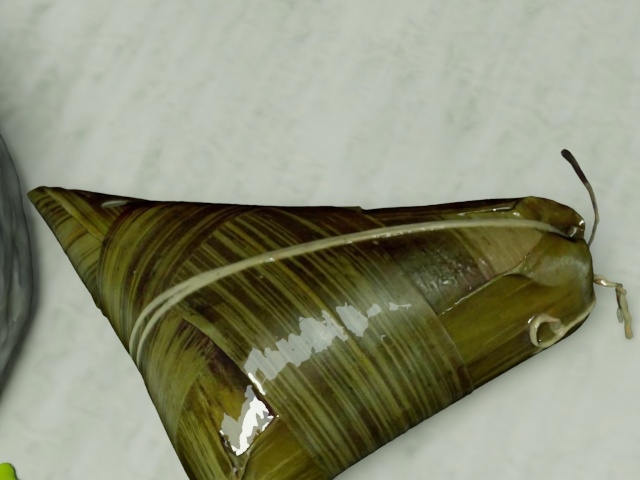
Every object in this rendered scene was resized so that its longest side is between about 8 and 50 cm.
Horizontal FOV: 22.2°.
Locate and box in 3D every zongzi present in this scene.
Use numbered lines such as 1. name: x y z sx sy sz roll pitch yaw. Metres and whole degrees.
1. zongzi: 0.000 0.000 0.647 0.187 0.084 0.184 -28 56 -13

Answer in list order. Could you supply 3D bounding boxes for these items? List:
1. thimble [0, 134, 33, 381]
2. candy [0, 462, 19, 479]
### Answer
1. thimble: -0.228 -0.002 0.624 0.217 0.157 0.245 -1 69 4
2. candy: -0.174 0.196 0.578 0.246 0.069 0.149 -32 75 -26
